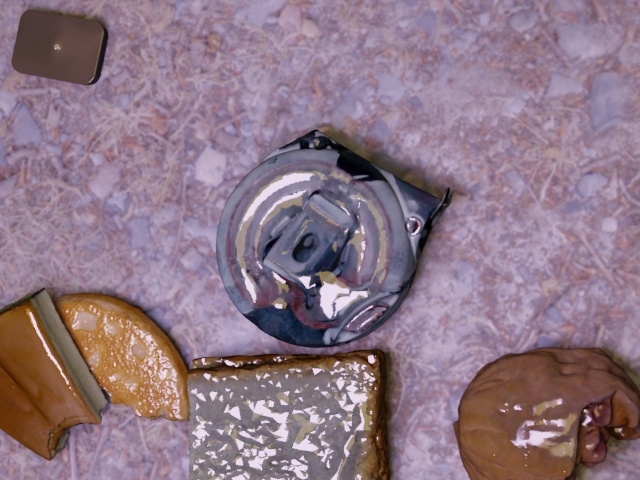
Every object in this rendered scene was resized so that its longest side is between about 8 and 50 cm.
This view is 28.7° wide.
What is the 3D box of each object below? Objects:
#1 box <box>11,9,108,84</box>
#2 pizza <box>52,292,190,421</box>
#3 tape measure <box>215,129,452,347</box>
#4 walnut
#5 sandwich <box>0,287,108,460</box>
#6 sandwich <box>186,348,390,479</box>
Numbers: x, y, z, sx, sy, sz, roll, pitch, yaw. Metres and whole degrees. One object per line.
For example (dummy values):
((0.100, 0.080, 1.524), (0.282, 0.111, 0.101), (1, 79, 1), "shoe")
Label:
((-0.357, -0.264, 1.722), (0.126, 0.031, 0.091), (10, 90, 11), "box")
((-0.260, 0.151, 1.675), (0.246, 0.058, 0.127), (28, 94, 10), "pizza")
((0.000, 0.000, 1.587), (0.256, 0.147, 0.275), (30, 92, 11), "tape measure")
((0.268, 0.224, 1.534), (0.204, 0.141, 0.238), (40, 93, 14), "walnut")
((-0.414, 0.202, 1.679), (0.245, 0.063, 0.212), (-25, 96, 33), "sandwich")
((-0.037, 0.305, 1.591), (0.262, 0.131, 0.325), (-4, 88, 9), "sandwich")
